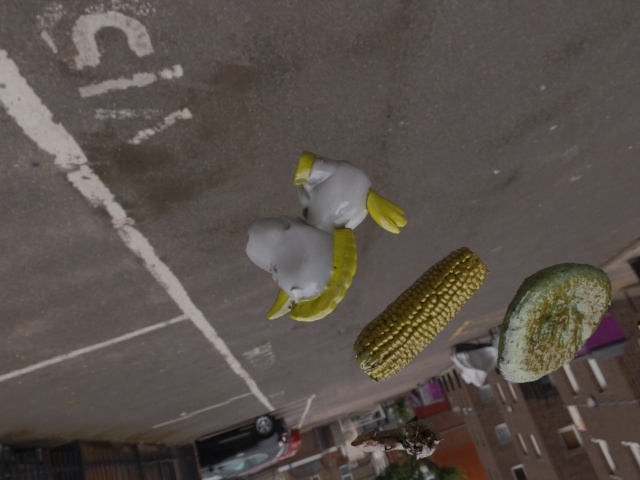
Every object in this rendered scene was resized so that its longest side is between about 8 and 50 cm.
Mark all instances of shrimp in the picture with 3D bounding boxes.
[{"bbox_3d":[0.131,0.321,0.847,0.150,0.068,0.249,-7,158,-9],"label":"shrimp"}]

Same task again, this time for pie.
[{"bbox_3d":[0.497,0.175,1.122,0.323,0.070,0.323,-14,125,-21],"label":"pie"}]

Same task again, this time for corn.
[{"bbox_3d":[0.158,0.118,0.837,0.260,0.091,0.091,-44,132,5],"label":"corn"}]

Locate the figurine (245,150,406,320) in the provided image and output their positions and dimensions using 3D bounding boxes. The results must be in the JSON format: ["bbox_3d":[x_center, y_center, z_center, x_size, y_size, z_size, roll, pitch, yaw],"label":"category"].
[{"bbox_3d":[-0.007,-0.001,0.520,0.178,0.129,0.109,-51,149,-20],"label":"figurine"}]

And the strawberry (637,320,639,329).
[{"bbox_3d":[0.623,0.210,0.962,0.048,0.104,0.152,-12,124,27],"label":"strawberry"}]
